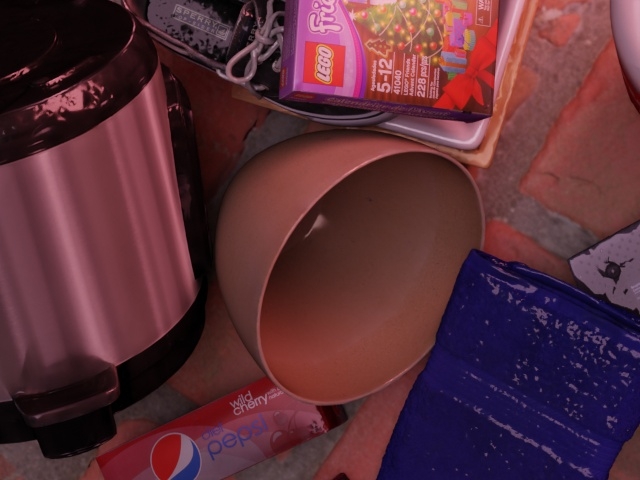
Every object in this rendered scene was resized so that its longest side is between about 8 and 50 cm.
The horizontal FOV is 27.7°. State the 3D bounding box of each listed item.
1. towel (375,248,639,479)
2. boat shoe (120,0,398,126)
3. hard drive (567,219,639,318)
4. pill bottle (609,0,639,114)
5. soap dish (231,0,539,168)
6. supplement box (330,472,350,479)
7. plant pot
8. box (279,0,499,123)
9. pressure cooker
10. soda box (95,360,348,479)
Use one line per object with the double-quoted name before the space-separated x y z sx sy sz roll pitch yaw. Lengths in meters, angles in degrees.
"towel" 0.203 0.185 1.343 0.227 0.076 0.308 28 108 21
"boat shoe" -0.055 -0.199 1.288 0.306 0.105 0.113 27 97 14
"hard drive" 0.382 0.093 1.324 0.172 0.054 0.255 -30 84 13
"pill bottle" 0.377 -0.181 1.143 0.229 0.407 0.229 0 90 15
"soap dish" 0.075 -0.221 1.370 0.290 0.118 0.229 17 94 14
"supplement box" 0.037 0.360 1.401 0.104 0.081 0.188 -42 80 11
"plant pot" 0.000 0.000 1.336 0.191 0.284 0.284 36 100 42
"box" 0.072 -0.268 1.233 0.200 0.057 0.293 5 85 -16
"pressure cooker" -0.307 -0.001 1.309 0.375 0.370 0.421 5 122 24
"soda box" -0.109 0.218 1.432 0.263 0.092 0.084 -27 83 13
